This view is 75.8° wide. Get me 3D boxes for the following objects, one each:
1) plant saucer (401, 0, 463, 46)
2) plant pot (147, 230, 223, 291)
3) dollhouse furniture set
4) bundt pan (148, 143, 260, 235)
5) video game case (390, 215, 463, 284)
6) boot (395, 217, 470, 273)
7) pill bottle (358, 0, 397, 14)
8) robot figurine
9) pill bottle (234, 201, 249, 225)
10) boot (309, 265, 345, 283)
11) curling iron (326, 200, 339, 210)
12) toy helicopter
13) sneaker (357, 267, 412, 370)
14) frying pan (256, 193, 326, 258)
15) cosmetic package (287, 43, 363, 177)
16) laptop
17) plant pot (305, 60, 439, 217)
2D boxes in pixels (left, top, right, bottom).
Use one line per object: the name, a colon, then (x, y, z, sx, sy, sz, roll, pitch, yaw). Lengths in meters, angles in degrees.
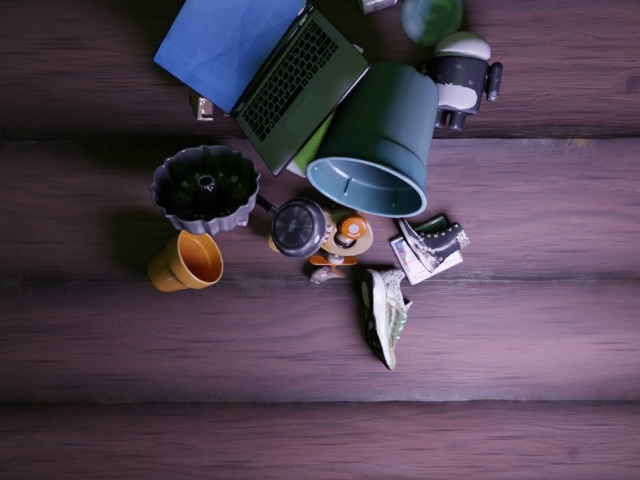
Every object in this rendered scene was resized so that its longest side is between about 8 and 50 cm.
plant saucer: (0.347, -0.702, 1.259, 0.195, 0.037, 0.195, 0, 104, -1)
plant pot: (-0.469, 0.083, 1.386, 0.188, 0.205, 0.205, -25, 104, 21)
dollhouse furniture set: (-0.250, -0.542, 1.285, 0.303, 0.198, 0.286, -6, 131, -30)
bundt pan: (-0.350, -0.145, 1.284, 0.330, 0.331, 0.124, 4, 143, -1)
video game case: (0.376, 0.037, 1.457, 0.201, 0.023, 0.183, -27, 103, 7)
boot: (0.377, -0.023, 1.386, 0.178, 0.085, 0.236, -36, 108, 7)
pill bottle: (0.184, -0.738, 1.227, 0.137, 0.078, 0.078, -18, 104, 5)
robot figurine: (0.412, -0.479, 1.250, 0.209, 0.173, 0.278, 4, 105, -13)
pill bottle: (-0.325, -0.100, 1.385, 0.160, 0.087, 0.087, 6, 104, -2)
boot: (0.021, 0.126, 1.467, 0.118, 0.042, 0.087, 26, 126, -32)
curling iron: (0.015, -0.104, 1.410, 0.274, 0.035, 0.068, -42, 105, 10)
toy helicopter: (0.000, 0.000, 1.385, 0.355, 0.140, 0.235, -5, 124, 6)
sneaker: (0.258, 0.278, 1.467, 0.182, 0.158, 0.410, -15, 110, -15)
frying pan: (-0.109, -0.093, 1.321, 0.197, 0.053, 0.326, -36, 73, 15)
cosmetic package: (-0.026, -0.406, 1.244, 0.156, 0.217, 0.385, 25, 105, -6)
laptop: (-0.165, -0.452, 1.047, 0.382, 0.236, 0.408, -46, 65, 24)
plant pot: (0.171, -0.286, 1.164, 0.341, 0.341, 0.334, 20, 75, -5)
